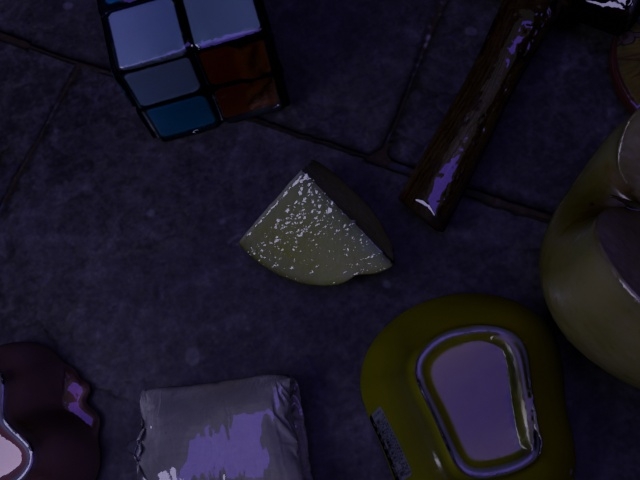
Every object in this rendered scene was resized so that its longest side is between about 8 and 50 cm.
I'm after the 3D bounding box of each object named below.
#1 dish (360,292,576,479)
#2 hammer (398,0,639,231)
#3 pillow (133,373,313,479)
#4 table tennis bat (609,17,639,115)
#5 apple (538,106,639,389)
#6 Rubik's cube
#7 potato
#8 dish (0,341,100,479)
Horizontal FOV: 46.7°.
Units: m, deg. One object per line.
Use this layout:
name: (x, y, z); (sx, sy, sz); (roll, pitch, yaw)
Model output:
dish: (0.158, 0.172, 0.753); (0.221, 0.108, 0.262); (-13, 72, 2)
hammer: (0.206, -0.199, 0.884); (0.243, 0.095, 0.408); (26, 83, 19)
pillow: (-0.099, 0.213, 0.777); (0.182, 0.078, 0.134); (-6, 72, 2)
table tennis bat: (0.469, -0.168, 0.875); (0.201, 0.038, 0.310); (-22, 68, -1)
apple: (0.361, 0.015, 0.721); (0.258, 0.233, 0.295); (28, 77, -3)
Rubik's cube: (-0.148, -0.242, 0.872); (0.180, 0.183, 0.167); (-16, 70, 1)
potato: (0.000, 0.000, 0.854); (0.149, 0.081, 0.120); (46, 112, 0)
dish: (-0.346, 0.208, 0.792); (0.214, 0.090, 0.213); (-2, 72, 5)
